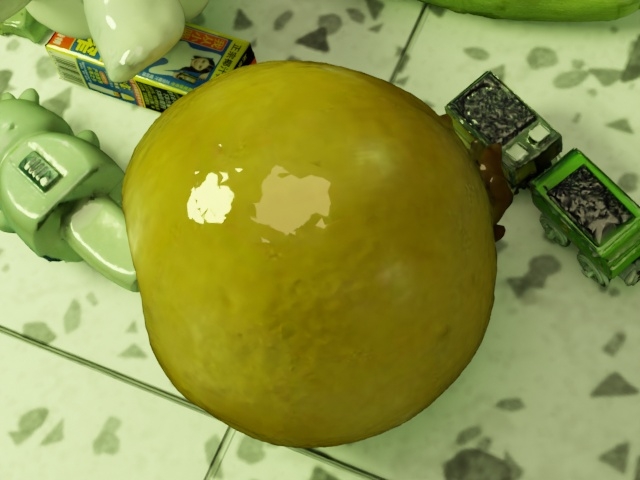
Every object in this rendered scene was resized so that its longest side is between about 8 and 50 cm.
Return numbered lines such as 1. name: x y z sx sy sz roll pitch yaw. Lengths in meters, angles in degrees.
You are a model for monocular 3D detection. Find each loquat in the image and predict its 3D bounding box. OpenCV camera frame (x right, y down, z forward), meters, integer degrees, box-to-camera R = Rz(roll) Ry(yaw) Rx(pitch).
1. loquat: 0.000 0.000 0.882 0.275 0.275 0.274 -5 66 11

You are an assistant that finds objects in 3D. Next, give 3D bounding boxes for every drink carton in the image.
1. drink carton: -0.141 -0.151 1.092 0.166 0.056 0.071 21 68 18

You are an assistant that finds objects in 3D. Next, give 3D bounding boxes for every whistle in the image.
1. whistle: -0.212 -0.040 1.040 0.244 0.092 0.110 39 78 26

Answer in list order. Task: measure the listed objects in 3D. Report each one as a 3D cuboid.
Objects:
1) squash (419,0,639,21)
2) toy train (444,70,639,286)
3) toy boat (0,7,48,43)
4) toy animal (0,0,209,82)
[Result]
1. squash: 0.105 -0.244 1.049 0.371 0.118 0.118 24 74 17
2. toy train: 0.169 -0.048 0.963 0.060 0.081 0.202 -39 64 -5
3. toy boat: -0.223 -0.317 1.184 0.093 0.055 0.293 16 71 21
4. toy animal: -0.163 -0.275 0.992 0.196 0.241 0.367 16 60 -1
